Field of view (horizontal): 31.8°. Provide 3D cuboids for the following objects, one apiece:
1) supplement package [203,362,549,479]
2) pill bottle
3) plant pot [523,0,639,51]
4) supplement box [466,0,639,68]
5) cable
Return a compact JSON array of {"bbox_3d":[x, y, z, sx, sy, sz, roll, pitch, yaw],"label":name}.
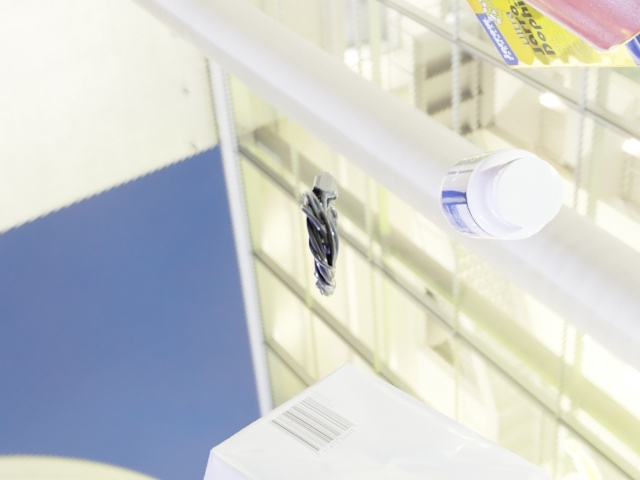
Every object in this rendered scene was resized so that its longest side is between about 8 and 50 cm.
[{"bbox_3d":[0.010,0.271,0.792,0.177,0.175,0.293,-24,-45,-54],"label":"supplement package"},{"bbox_3d":[0.190,-0.048,1.172,0.094,0.169,0.094,0,-89,-10],"label":"pill bottle"},{"bbox_3d":[0.185,-0.305,0.869,0.265,0.272,0.272,37,-86,-6],"label":"plant pot"},{"bbox_3d":[0.358,-0.364,1.509,0.194,0.356,0.195,-40,-72,-10],"label":"supplement box"},{"bbox_3d":[0.000,0.000,1.474,0.047,0.184,0.151,0,-65,2],"label":"cable"}]
